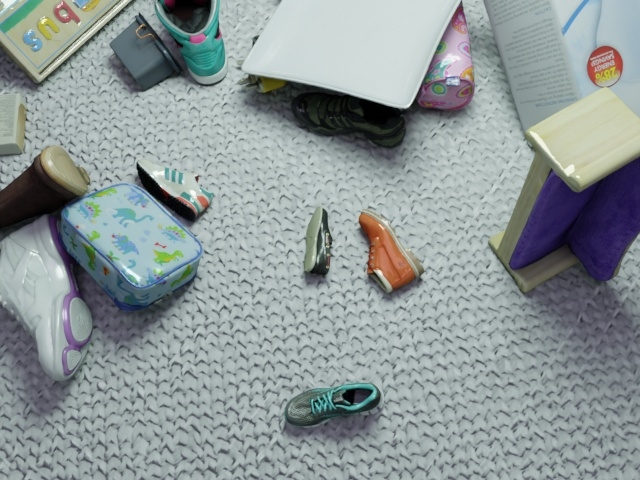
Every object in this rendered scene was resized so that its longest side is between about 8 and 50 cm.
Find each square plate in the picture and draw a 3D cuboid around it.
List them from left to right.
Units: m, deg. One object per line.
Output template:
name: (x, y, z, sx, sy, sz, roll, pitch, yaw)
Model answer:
square plate: (0.074, -0.404, 1.290, 0.343, 0.049, 0.347, 18, 68, 22)

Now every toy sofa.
toy sofa: (0.395, -0.042, 1.072, 0.150, 0.363, 0.177, -28, 65, -11)

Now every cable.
cable: (-0.029, -0.359, 1.389, 0.287, 0.072, 0.140, -6, 50, -15)

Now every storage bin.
storage bin: (-0.353, -0.373, 1.368, 0.091, 0.098, 0.135, -38, 72, -3)

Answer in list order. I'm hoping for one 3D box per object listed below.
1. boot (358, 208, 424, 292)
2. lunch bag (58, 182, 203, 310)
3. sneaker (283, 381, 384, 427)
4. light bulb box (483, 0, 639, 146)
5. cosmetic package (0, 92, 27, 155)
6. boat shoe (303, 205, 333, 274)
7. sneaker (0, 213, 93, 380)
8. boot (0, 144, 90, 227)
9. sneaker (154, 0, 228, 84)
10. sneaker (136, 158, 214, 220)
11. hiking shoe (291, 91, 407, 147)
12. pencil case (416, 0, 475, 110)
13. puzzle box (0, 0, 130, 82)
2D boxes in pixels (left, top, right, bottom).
boot: (0.103, 0.017, 1.216, 0.084, 0.059, 0.158, -35, 72, -8)
lunch bag: (-0.321, 0.006, 1.181, 0.219, 0.090, 0.176, 41, 44, 14)
sneaker: (0.021, 0.256, 1.105, 0.166, 0.076, 0.065, -13, 67, -5)
light bulb box: (0.517, -0.395, 1.211, 0.357, 0.225, 0.361, -23, 100, -8)
cosmetic package: (-0.608, -0.225, 1.332, 0.060, 0.041, 0.115, -4, 68, -1)
boat shoe: (-0.001, 0.001, 1.232, 0.042, 0.049, 0.133, 18, 58, -22)
sneaker: (-0.480, 0.107, 1.168, 0.152, 0.114, 0.305, -21, 60, -1)
boot: (-0.504, -0.070, 1.166, 0.206, 0.248, 0.090, -29, 93, -8)
sneaker: (-0.270, -0.473, 1.356, 0.123, 0.178, 0.296, -21, 69, -8)
sneaker: (-0.269, -0.106, 1.279, 0.161, 0.057, 0.075, 37, 56, 16)
hiking shoe: (0.054, -0.251, 1.295, 0.226, 0.114, 0.086, 13, 68, 6)
pencil case: (0.230, -0.393, 1.348, 0.124, 0.124, 0.284, -2, 69, 0)
puzzle box: (-0.513, -0.547, 1.361, 0.409, 0.272, 0.052, -51, 35, -17)
